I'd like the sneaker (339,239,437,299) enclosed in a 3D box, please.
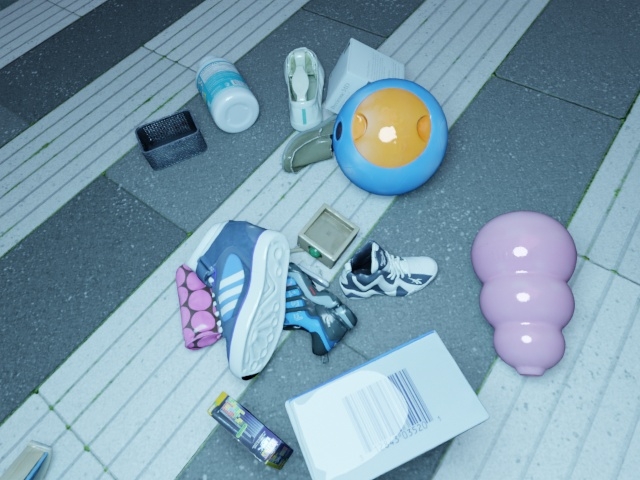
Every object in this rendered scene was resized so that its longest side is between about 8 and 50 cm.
[{"bbox_3d":[0.157,0.060,0.939,0.234,0.153,0.094,-5,61,3],"label":"sneaker"}]

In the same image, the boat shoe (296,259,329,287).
[{"bbox_3d":[-0.014,0.079,1.016,0.100,0.035,0.035,30,69,28],"label":"boat shoe"}]

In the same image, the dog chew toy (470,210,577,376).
[{"bbox_3d":[0.424,0.109,0.863,0.206,0.207,0.332,4,68,8],"label":"dog chew toy"}]

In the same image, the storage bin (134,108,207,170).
[{"bbox_3d":[-0.454,-0.307,1.263,0.180,0.084,0.122,-25,60,-8],"label":"storage bin"}]

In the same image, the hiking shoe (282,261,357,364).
[{"bbox_3d":[-0.065,0.134,0.945,0.304,0.113,0.132,35,80,31],"label":"hiking shoe"}]

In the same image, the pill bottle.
[{"bbox_3d":[-0.306,-0.475,1.312,0.146,0.146,0.264,-25,59,-9],"label":"pill bottle"}]

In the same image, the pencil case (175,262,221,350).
[{"bbox_3d":[-0.282,0.147,0.973,0.098,0.095,0.209,-9,60,-16],"label":"pencil case"}]

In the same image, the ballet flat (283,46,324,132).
[{"bbox_3d":[-0.055,-0.524,1.324,0.139,0.139,0.401,-6,59,2],"label":"ballet flat"}]

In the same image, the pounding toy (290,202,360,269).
[{"bbox_3d":[0.000,0.000,1.037,0.130,0.100,0.141,36,71,8],"label":"pounding toy"}]

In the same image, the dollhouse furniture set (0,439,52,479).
[{"bbox_3d":[-0.477,0.572,0.754,0.303,0.198,0.287,28,86,-13],"label":"dollhouse furniture set"}]

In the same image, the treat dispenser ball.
[{"bbox_3d":[0.174,-0.258,1.051,0.288,0.288,0.288,-3,59,4],"label":"treat dispenser ball"}]

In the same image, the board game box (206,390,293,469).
[{"bbox_3d":[-0.127,0.361,0.779,0.141,0.170,0.048,30,65,20],"label":"board game box"}]

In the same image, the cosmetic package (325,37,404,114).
[{"bbox_3d":[0.130,-0.451,1.210,0.183,0.151,0.152,17,58,-18],"label":"cosmetic package"}]

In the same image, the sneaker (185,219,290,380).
[{"bbox_3d":[-0.203,0.115,0.913,0.236,0.130,0.323,9,88,31],"label":"sneaker"}]

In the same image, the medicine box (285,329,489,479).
[{"bbox_3d":[0.103,0.312,0.714,0.263,0.289,0.149,-23,62,-8],"label":"medicine box"}]

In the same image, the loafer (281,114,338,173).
[{"bbox_3d":[-0.005,-0.273,1.189,0.251,0.094,0.087,-41,59,-17],"label":"loafer"}]
